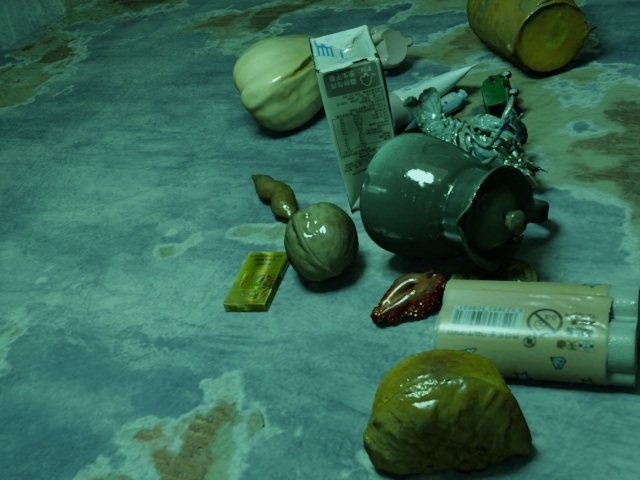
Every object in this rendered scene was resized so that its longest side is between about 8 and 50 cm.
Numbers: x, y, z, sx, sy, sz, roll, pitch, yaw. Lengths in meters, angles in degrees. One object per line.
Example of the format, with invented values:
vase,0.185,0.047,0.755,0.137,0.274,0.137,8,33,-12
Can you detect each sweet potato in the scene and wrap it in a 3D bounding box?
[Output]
sweet potato,-0.096,-0.101,1.836,0.065,0.051,0.218,-26,35,-11

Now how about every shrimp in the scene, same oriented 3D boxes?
shrimp,0.318,-0.217,1.753,0.221,0.166,0.410,-29,24,-15

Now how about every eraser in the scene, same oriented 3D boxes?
eraser,0.328,0.130,1.292,0.290,0.087,0.171,0,46,24

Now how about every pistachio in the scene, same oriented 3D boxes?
pistachio,-0.080,-0.399,2.120,0.238,0.229,0.321,-21,11,44

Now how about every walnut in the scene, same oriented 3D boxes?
walnut,0.001,0.001,1.577,0.140,0.140,0.162,-19,49,-5

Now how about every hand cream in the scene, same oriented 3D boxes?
hand cream,0.244,-0.341,2.015,0.247,0.083,0.133,-29,1,-18
hand cream,0.271,-0.297,1.976,0.170,0.043,0.065,-35,8,-22

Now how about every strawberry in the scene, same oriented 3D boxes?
strawberry,0.150,0.092,1.459,0.152,0.048,0.104,-27,32,-22

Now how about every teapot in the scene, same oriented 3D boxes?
teapot,0.257,-0.043,1.498,0.285,0.305,0.223,20,80,46

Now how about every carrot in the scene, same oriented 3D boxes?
carrot,0.495,-0.548,2.096,0.224,0.224,0.341,-17,39,-2

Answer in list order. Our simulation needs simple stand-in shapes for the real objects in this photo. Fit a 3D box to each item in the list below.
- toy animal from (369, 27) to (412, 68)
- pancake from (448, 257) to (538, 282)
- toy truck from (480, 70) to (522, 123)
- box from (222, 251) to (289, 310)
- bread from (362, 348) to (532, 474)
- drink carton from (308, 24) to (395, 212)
toy animal,0.154,-0.503,2.278,0.124,0.124,0.212,-26,14,-15
pancake,0.292,0.069,1.452,0.151,0.025,0.152,-10,35,7
toy truck,0.408,-0.321,1.934,0.079,0.065,0.147,-12,35,12
box,-0.118,0.075,1.615,0.089,0.022,0.156,-1,36,22
bread,0.166,0.229,1.185,0.229,0.140,0.143,-10,26,7
drink carton,0.078,-0.250,1.732,0.132,0.325,0.194,-13,34,4
